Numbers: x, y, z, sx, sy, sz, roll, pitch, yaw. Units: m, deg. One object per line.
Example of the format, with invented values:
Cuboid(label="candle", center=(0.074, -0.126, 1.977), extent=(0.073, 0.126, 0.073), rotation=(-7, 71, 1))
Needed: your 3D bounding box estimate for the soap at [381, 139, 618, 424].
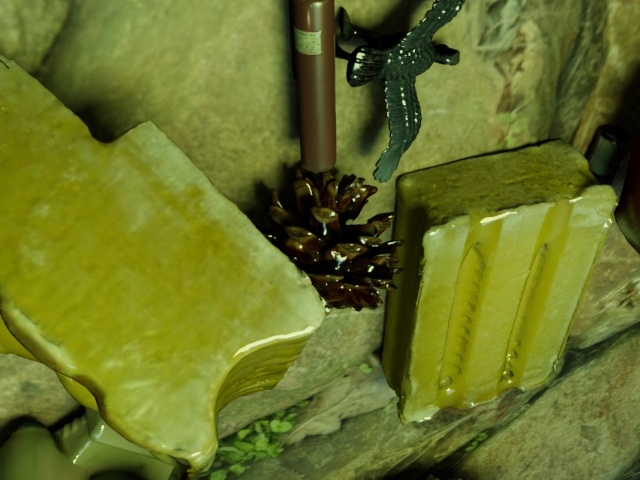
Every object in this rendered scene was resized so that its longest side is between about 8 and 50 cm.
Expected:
Cuboid(label="soap", center=(0.167, 0.055, 0.771), extent=(0.199, 0.091, 0.315), rotation=(-15, 136, -12))

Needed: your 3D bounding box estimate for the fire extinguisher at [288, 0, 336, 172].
Cuboid(label="fire extinguisher", center=(-0.007, -0.130, 0.534), extent=(0.035, 0.049, 0.173), rotation=(0, 131, 2))

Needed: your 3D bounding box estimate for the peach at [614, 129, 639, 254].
Cuboid(label="peach", center=(0.417, -0.088, 0.624), extent=(0.280, 0.281, 0.339), rotation=(9, 119, -31))

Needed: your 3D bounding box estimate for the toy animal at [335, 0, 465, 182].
Cuboid(label="toy animal", center=(0.060, -0.136, 0.549), extent=(0.107, 0.062, 0.220), rotation=(2, 125, -26))

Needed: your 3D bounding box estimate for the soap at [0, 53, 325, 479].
Cuboid(label="soap", center=(-0.170, 0.040, 0.584), extent=(0.169, 0.304, 0.339), rotation=(-44, 173, -20))

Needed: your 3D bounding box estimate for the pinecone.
Cuboid(label="pinecone", center=(0.001, 0.001, 0.616), extent=(0.140, 0.140, 0.121), rotation=(12, 89, -33))

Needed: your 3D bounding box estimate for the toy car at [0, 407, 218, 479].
Cuboid(label="toy car", center=(-0.188, 0.328, 0.698), extent=(0.226, 0.336, 0.242), rotation=(-41, 135, 15))

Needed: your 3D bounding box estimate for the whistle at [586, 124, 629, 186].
Cuboid(label="whistle", center=(0.274, -0.041, 0.765), extent=(0.033, 0.033, 0.177), rotation=(-10, 135, -15))

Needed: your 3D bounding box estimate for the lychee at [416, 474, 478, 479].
Cuboid(label="lychee", center=(0.188, 0.519, 1.047), extent=(0.380, 0.380, 0.432), rotation=(-24, 118, -1))
